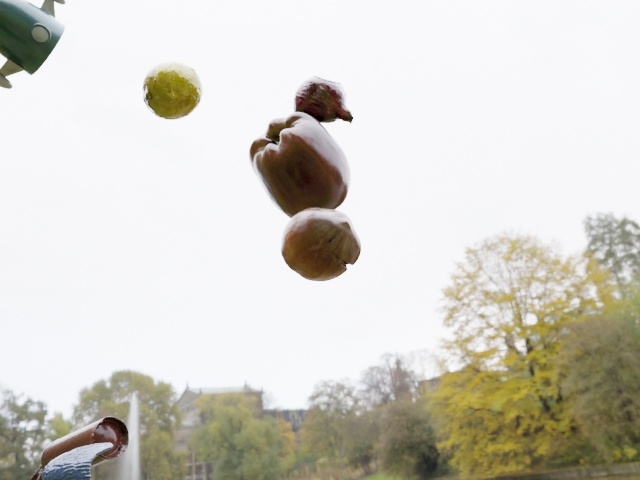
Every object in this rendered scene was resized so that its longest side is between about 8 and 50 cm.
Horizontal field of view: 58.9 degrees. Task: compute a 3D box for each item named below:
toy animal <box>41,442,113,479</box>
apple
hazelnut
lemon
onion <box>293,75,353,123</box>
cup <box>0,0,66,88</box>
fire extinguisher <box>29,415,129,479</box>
[{"bbox_3d":[-0.453,0.494,1.025,0.255,0.239,0.176,-13,-29,-2],"label":"toy animal"},{"bbox_3d":[-0.058,-0.218,1.728,0.288,0.288,0.317,-19,-54,25],"label":"apple"},{"bbox_3d":[0.000,0.000,1.282,0.181,0.182,0.182,-7,-22,-3],"label":"hazelnut"},{"bbox_3d":[-0.442,-0.451,1.705,0.173,0.206,0.174,8,-54,11],"label":"lemon"},{"bbox_3d":[0.024,-0.448,1.839,0.218,0.140,0.195,28,25,31],"label":"onion"},{"bbox_3d":[-0.756,-0.526,1.404,0.173,0.300,0.167,34,-18,-37],"label":"cup"},{"bbox_3d":[-0.654,0.576,1.482,0.336,0.147,0.106,-30,-64,27],"label":"fire extinguisher"}]
